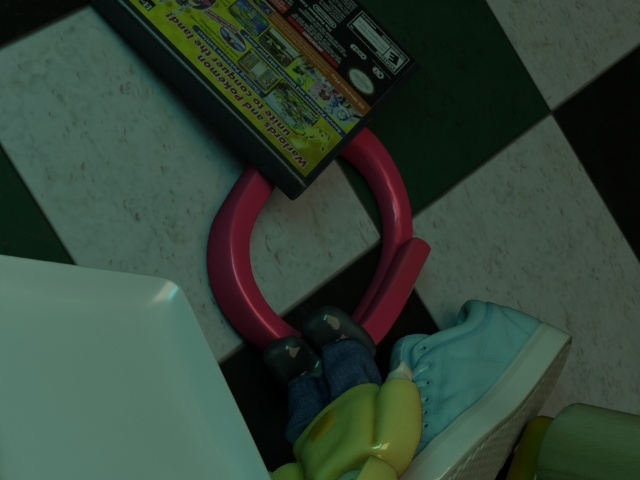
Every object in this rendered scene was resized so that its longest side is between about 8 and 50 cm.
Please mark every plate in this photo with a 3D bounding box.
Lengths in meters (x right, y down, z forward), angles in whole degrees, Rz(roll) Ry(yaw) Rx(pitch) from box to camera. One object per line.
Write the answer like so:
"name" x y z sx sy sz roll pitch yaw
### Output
"plate" -0.190 0.130 1.396 0.277 0.045 0.278 9 41 -41

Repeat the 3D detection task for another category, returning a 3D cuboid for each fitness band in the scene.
"fitness band" 0.000 0.000 1.673 0.209 0.054 0.291 43 49 -15

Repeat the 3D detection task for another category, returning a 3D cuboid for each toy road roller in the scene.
"toy road roller" 0.294 0.347 1.651 0.240 0.202 0.330 32 74 -45

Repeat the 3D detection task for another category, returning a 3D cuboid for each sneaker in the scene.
"sneaker" 0.114 0.171 1.648 0.150 0.135 0.366 25 31 18

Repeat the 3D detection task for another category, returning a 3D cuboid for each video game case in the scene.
"video game case" -0.057 -0.206 1.683 0.275 0.035 0.248 45 47 -3

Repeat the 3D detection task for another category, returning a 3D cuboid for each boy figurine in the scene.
"boy figurine" 0.012 0.180 1.460 0.092 0.177 0.285 48 14 -26
